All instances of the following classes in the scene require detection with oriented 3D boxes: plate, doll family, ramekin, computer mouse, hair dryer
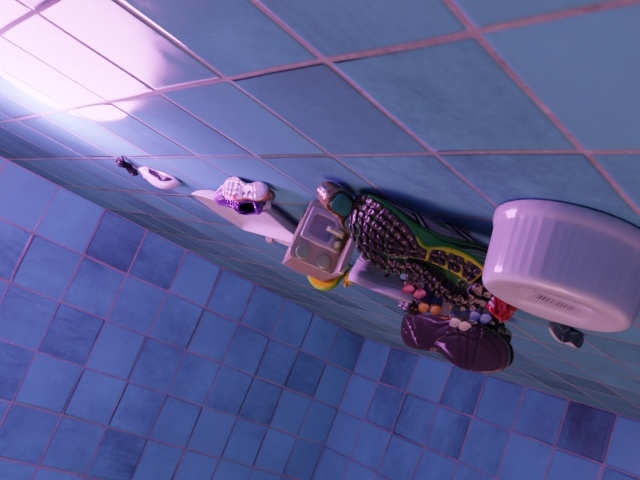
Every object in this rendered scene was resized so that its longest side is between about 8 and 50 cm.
[{"bbox_3d":[-0.188,-0.071,1.903,0.277,0.045,0.278,14,166,33],"label":"plate"},{"bbox_3d":[0.303,0.117,1.595,0.263,0.163,0.118,22,136,3],"label":"doll family"},{"bbox_3d":[0.409,0.050,1.112,0.277,0.135,0.277,21,169,4],"label":"ramekin"},{"bbox_3d":[-0.507,-0.190,1.959,0.193,0.042,0.106,20,168,10],"label":"computer mouse"},{"bbox_3d":[0.292,0.138,1.816,0.293,0.080,0.223,16,-159,-34],"label":"hair dryer"}]

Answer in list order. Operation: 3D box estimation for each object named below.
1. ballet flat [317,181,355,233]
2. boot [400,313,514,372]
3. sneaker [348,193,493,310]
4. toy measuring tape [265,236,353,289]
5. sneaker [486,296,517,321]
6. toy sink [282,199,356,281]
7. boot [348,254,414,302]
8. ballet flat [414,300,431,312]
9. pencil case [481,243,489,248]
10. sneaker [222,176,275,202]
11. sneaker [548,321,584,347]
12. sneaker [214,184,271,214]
[{"bbox_3d":[0.051,-0.074,1.430,0.067,0.073,0.206,47,180,31],"label":"ballet flat"},{"bbox_3d":[0.453,0.284,1.911,0.284,0.138,0.377,4,180,-38],"label":"boot"},{"bbox_3d":[0.205,0.011,1.325,0.343,0.134,0.146,34,-145,19],"label":"sneaker"},{"bbox_3d":[-0.045,0.088,2.198,0.330,0.121,0.121,21,169,8],"label":"toy measuring tape"},{"bbox_3d":[0.441,0.122,1.398,0.087,0.128,0.221,31,166,-37],"label":"sneaker"},{"bbox_3d":[0.000,0.000,1.608,0.131,0.153,0.234,24,169,-8],"label":"toy sink"},{"bbox_3d":[0.164,0.073,1.679,0.095,0.123,0.258,24,178,-30],"label":"boot"},{"bbox_3d":[0.308,0.178,2.063,0.203,0.074,0.074,14,167,43],"label":"ballet flat"},{"bbox_3d":[0.284,0.043,1.451,0.088,0.086,0.206,-11,-171,-29],"label":"pencil case"},{"bbox_3d":[-0.179,-0.116,1.648,0.158,0.061,0.065,14,172,38],"label":"sneaker"},{"bbox_3d":[0.655,0.255,1.803,0.152,0.053,0.061,30,169,-36],"label":"sneaker"},{"bbox_3d":[-0.211,-0.101,1.702,0.170,0.071,0.068,9,127,31],"label":"sneaker"}]
